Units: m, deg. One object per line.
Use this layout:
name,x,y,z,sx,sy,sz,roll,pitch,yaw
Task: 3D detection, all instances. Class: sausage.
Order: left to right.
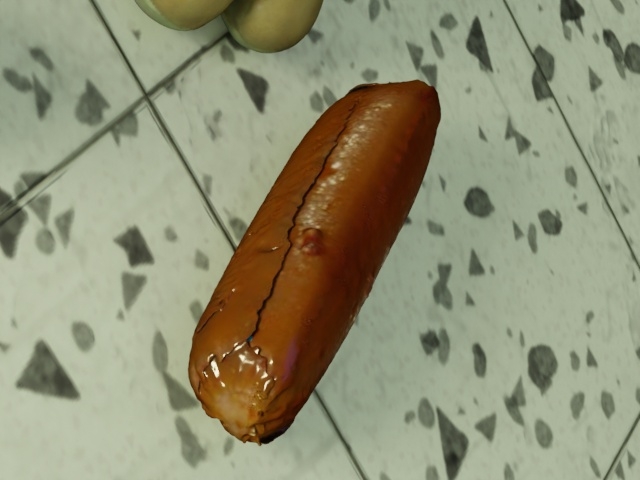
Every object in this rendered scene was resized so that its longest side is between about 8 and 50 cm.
sausage,0.000,0.000,1.233,0.102,0.102,0.330,54,40,-23

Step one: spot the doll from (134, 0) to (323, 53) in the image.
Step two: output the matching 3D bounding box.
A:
doll,-0.051,-0.300,1.235,0.235,0.174,0.330,3,74,-46
